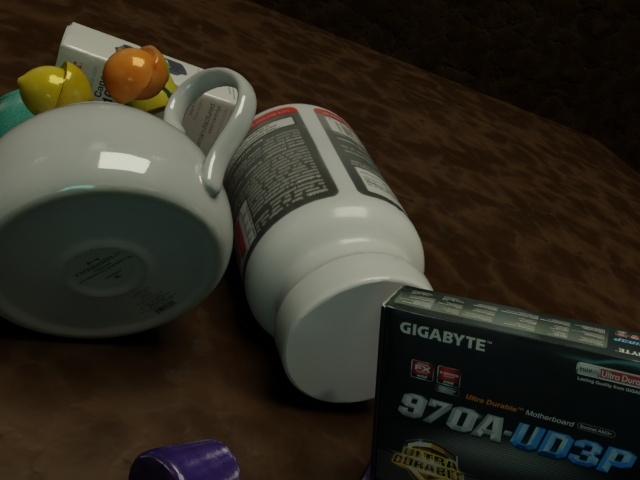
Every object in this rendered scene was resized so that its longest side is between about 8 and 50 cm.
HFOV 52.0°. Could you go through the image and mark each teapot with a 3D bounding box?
[{"bbox_3d":[-0.205,-0.043,0.624,0.255,0.253,0.187,0,49,-21],"label":"teapot"}]

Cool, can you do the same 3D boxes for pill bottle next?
[{"bbox_3d":[0.000,0.000,0.793,0.210,0.210,0.363,13,31,-25],"label":"pill bottle"}]

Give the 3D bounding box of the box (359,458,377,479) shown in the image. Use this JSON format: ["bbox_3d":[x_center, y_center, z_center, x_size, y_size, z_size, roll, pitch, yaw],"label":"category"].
[{"bbox_3d":[0.142,0.257,0.638,0.200,0.057,0.293,32,28,12],"label":"box"}]

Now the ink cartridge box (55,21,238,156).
[{"bbox_3d":[-0.248,-0.165,0.898,0.237,0.172,0.100,16,29,-20],"label":"ink cartridge box"}]

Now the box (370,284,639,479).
[{"bbox_3d":[0.153,0.143,0.520,0.220,0.175,0.051,11,22,23],"label":"box"}]

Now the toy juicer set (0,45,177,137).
[{"bbox_3d":[-0.302,-0.120,0.699,0.328,0.090,0.209,-21,11,-13],"label":"toy juicer set"}]

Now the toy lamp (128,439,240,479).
[{"bbox_3d":[-0.164,0.206,0.434,0.080,0.080,0.274,40,29,24],"label":"toy lamp"}]
